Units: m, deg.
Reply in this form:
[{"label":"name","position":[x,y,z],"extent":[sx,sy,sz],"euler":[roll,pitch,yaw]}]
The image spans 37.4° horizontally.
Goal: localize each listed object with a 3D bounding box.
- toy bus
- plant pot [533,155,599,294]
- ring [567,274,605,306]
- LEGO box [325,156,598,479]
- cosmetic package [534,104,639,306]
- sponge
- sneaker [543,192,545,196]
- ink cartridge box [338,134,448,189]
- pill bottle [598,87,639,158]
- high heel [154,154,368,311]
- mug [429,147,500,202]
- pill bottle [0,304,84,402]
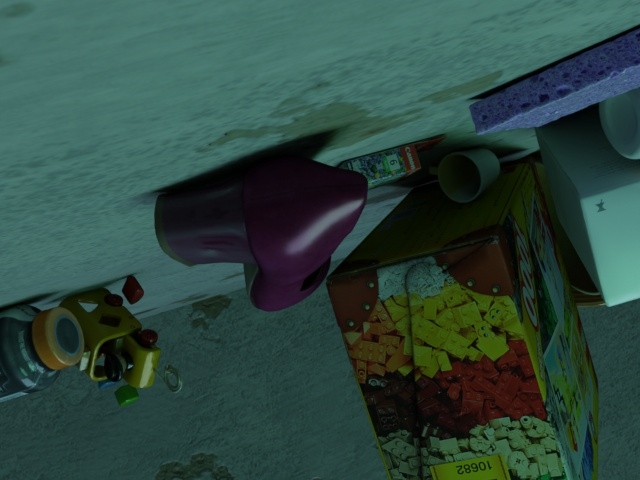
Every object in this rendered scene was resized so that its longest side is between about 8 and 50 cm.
[{"label":"toy bus","position":[-0.329,0.165,1.455],"extent":[0.104,0.190,0.202],"euler":[-13,175,-43]},{"label":"plant pot","position":[0.480,-0.075,1.509],"extent":[0.254,0.237,0.237],"euler":[-28,179,-14]},{"label":"ring","position":[0.461,-0.020,1.628],"extent":[0.337,0.336,0.032],"euler":[-18,136,11]},{"label":"LEGO box","position":[0.210,0.130,1.196],"extent":[0.193,0.372,0.500],"euler":[-15,-170,20]},{"label":"cosmetic package","position":[0.374,-0.064,1.013],"extent":[0.224,0.138,0.224],"euler":[-17,-158,9]},{"label":"sponge","position":[0.238,-0.138,0.772],"extent":[0.210,0.031,0.117],"euler":[-20,175,40]},{"label":"sneaker","position":[0.217,-0.045,1.568],"extent":[0.146,0.122,0.330],"euler":[4,169,-22]},{"label":"ink cartridge box","position":[0.073,-0.075,0.968],"extent":[0.115,0.029,0.063],"euler":[-16,176,-12]},{"label":"pill bottle","position":[0.351,-0.135,0.896],"extent":[0.152,0.086,0.086],"euler":[-16,176,-12]},{"label":"high heel","position":[0.000,0.000,0.918],"extent":[0.181,0.127,0.377],"euler":[-7,176,16]},{"label":"mug","position":[0.180,-0.089,1.147],"extent":[0.064,0.078,0.062],"euler":[-25,151,-45]},{"label":"pill bottle","position":[-0.469,0.170,1.379],"extent":[0.246,0.130,0.130],"euler":[-19,176,18]}]
